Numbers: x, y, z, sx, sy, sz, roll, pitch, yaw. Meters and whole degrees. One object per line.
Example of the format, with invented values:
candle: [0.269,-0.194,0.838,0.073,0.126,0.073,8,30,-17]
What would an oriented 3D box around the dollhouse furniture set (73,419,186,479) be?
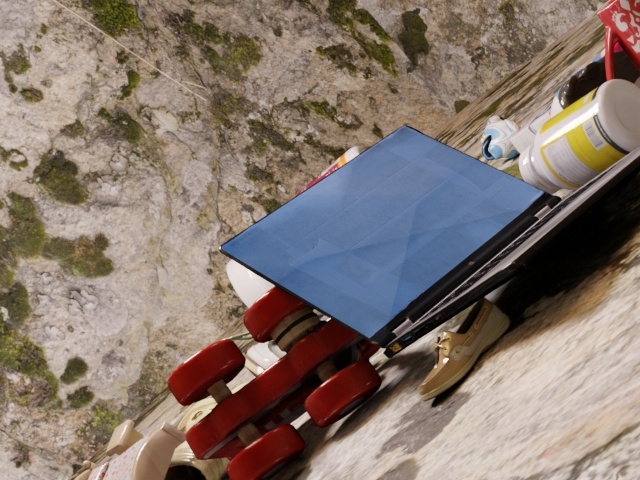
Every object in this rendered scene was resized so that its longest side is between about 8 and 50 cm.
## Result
dollhouse furniture set: [-0.294,0.307,1.564,0.303,0.174,0.355,-37,26,38]

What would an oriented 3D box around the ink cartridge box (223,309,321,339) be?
ink cartridge box: [-0.039,0.115,1.990,0.235,0.056,0.171,-13,-7,9]

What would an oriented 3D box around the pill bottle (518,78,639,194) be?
pill bottle: [0.346,-0.128,1.559,0.103,0.103,0.184,-44,5,-37]

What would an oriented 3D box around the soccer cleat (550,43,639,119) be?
soccer cleat: [0.444,-0.231,1.726,0.331,0.116,0.143,-34,-24,-26]

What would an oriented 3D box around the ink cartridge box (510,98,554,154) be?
ink cartridge box: [0.416,-0.208,2.070,0.109,0.063,0.150,-44,5,-34]

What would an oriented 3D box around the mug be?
mug: [0.442,-0.255,1.564,0.150,0.169,0.113,-42,5,-23]

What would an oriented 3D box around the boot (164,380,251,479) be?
boot: [-0.186,0.324,1.762,0.262,0.095,0.203,-33,10,44]

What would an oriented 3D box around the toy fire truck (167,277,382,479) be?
toy fire truck: [-0.034,0.181,1.529,0.302,0.169,0.254,-39,-14,7]

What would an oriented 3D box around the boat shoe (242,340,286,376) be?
boat shoe: [-0.056,0.184,1.887,0.103,0.113,0.302,-47,3,-2]

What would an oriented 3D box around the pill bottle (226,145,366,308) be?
pill bottle: [0.000,0.000,2.572,0.392,0.224,0.224,-40,4,14]

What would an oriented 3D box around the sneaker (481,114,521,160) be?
sneaker: [0.357,-0.202,2.410,0.086,0.085,0.237,-36,3,3]

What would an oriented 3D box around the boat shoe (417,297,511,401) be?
boat shoe: [0.143,0.113,1.251,0.135,0.045,0.050,-43,4,-27]

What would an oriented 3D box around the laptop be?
laptop: [0.156,-0.066,1.408,0.382,0.236,0.408,-36,-4,-37]

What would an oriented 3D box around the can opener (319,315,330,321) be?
can opener: [0.102,0.098,1.812,0.283,0.076,0.095,-41,36,-3]
